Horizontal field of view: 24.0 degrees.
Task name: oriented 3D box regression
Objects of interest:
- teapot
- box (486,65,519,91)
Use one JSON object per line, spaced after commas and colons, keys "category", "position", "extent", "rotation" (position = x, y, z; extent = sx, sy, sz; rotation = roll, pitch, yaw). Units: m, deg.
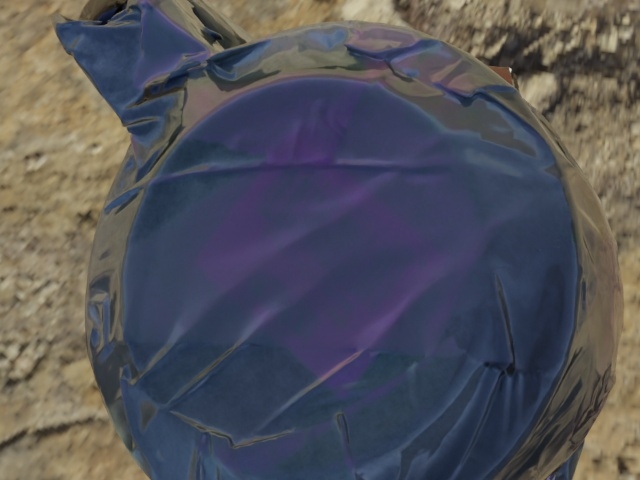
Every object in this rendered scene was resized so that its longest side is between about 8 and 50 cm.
{"category": "teapot", "position": [0.003, 0.015, 0.532], "extent": [0.221, 0.178, 0.163], "rotation": [23, 88, 26]}
{"category": "box", "position": [0.000, 0.000, 0.814], "extent": [0.195, 0.177, 0.148], "rotation": [7, 141, -2]}
